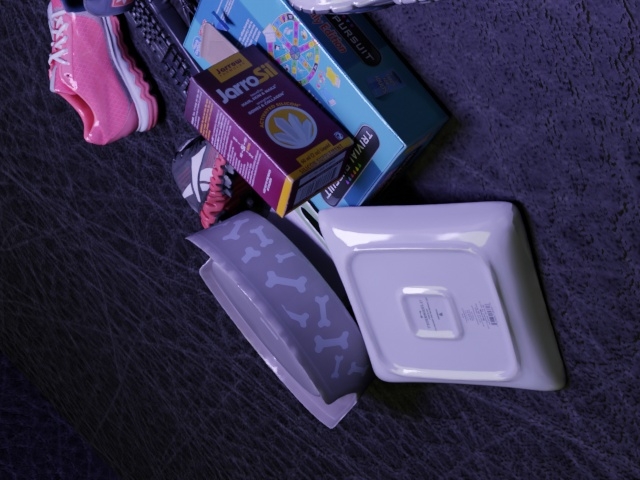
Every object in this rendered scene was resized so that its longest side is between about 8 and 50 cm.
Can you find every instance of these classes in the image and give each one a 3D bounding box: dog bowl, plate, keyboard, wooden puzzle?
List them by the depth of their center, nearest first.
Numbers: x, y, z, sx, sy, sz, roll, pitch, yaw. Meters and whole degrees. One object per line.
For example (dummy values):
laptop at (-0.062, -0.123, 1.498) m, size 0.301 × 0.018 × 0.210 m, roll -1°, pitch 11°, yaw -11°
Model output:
plate at (0.144, 0.082, 1.524) m, size 0.278 × 0.045 × 0.277 m, roll -1°, pitch 122°, yaw 33°
wooden puzzle at (-0.123, -0.236, 1.560) m, size 0.078 × 0.014 × 0.116 m, roll 45°, pitch 150°, yaw 10°
dog bowl at (-0.051, 0.105, 1.757) m, size 0.349 × 0.102 × 0.349 m, roll 48°, pitch 168°, yaw 14°
keyboard at (-0.238, -0.335, 1.774) m, size 0.317 × 0.033 × 0.201 m, roll 54°, pitch 151°, yaw 0°

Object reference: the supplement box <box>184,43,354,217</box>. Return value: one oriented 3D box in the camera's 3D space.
supplement box at (-0.064, -0.135, 1.480) m, size 0.188 × 0.104 × 0.081 m, roll 46°, pitch 149°, yaw 17°

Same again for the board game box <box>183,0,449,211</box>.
board game box at (-0.017, -0.203, 1.530) m, size 0.336 × 0.079 × 0.254 m, roll 51°, pitch 151°, yaw 8°

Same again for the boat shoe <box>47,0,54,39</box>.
boat shoe at (-0.384, -0.293, 2.002) m, size 0.076 × 0.083 × 0.226 m, roll 10°, pitch 118°, yaw 67°

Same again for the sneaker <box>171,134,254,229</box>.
sneaker at (-0.152, -0.117, 1.774) m, size 0.135 × 0.098 × 0.276 m, roll 46°, pitch 152°, yaw 13°

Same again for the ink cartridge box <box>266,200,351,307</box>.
ink cartridge box at (0.000, 0.000, 1.709) m, size 0.171 × 0.056 × 0.235 m, roll 50°, pitch 158°, yaw 10°

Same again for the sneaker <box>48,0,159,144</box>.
sneaker at (-0.371, -0.291, 1.896) m, size 0.116 × 0.136 × 0.313 m, roll 3°, pitch 122°, yaw 62°

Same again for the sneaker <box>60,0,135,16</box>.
sneaker at (-0.265, -0.381, 1.633) m, size 0.350 × 0.131 × 0.148 m, roll 1°, pitch 106°, yaw 57°

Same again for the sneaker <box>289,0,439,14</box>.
sneaker at (0.065, -0.310, 1.302) m, size 0.297 × 0.111 × 0.129 m, roll 3°, pitch 106°, yaw 51°
